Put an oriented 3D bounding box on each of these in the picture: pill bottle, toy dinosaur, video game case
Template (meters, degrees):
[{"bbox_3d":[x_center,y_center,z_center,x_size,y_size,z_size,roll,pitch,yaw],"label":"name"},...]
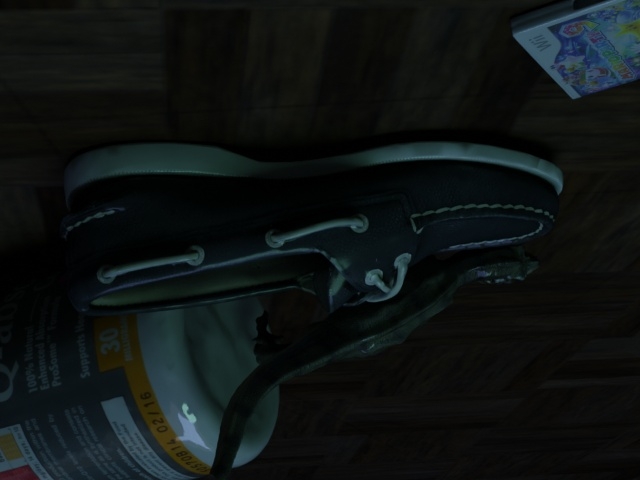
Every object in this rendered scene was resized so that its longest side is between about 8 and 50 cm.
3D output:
[{"bbox_3d":[-0.182,0.105,0.848,0.278,0.162,0.162,-17,156,20],"label":"pill bottle"},{"bbox_3d":[0.014,0.051,0.785,0.268,0.064,0.118,-32,-154,-22],"label":"toy dinosaur"},{"bbox_3d":[0.165,-0.106,0.595,0.122,0.011,0.087,-15,157,27],"label":"video game case"}]

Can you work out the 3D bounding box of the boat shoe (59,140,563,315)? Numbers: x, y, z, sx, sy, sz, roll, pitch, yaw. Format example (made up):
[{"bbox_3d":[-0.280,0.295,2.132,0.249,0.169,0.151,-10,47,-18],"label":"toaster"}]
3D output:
[{"bbox_3d":[0.000,0.000,0.726,0.302,0.091,0.114,-3,160,-4],"label":"boat shoe"}]
